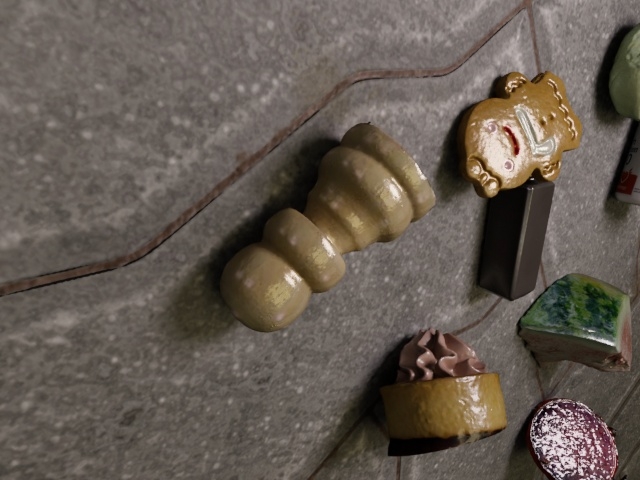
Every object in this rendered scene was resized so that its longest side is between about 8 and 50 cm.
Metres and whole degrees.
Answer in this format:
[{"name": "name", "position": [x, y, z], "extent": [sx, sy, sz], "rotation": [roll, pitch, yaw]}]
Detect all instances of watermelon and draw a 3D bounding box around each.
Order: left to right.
[{"name": "watermelon", "position": [0.590, 0.196, 1.131], "extent": [0.310, 0.193, 0.232], "rotation": [-16, 98, -48]}]

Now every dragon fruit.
[{"name": "dragon fruit", "position": [0.625, 0.530, 1.262], "extent": [0.223, 0.219, 0.148], "rotation": [2, 150, -1]}]

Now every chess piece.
[{"name": "chess piece", "position": [0.000, 0.000, 0.572], "extent": [0.261, 0.142, 0.143], "rotation": [-45, 129, -11]}]

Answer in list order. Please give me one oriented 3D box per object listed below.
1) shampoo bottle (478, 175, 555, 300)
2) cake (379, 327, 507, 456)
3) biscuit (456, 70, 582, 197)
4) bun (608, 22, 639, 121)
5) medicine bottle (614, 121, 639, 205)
[{"name": "shampoo bottle", "position": [0.345, -0.022, 0.867], "extent": [0.079, 0.080, 0.246], "rotation": [-14, 115, -35]}, {"name": "cake", "position": [0.181, 0.232, 0.787], "extent": [0.207, 0.185, 0.178], "rotation": [-13, 73, -12]}, {"name": "biscuit", "position": [0.310, -0.168, 0.768], "extent": [0.248, 0.035, 0.184], "rotation": [-27, 96, -19]}, {"name": "bun", "position": [0.651, -0.341, 0.973], "extent": [0.221, 0.108, 0.221], "rotation": [-21, 128, -30]}, {"name": "medicine bottle", "position": [0.787, -0.213, 1.098], "extent": [0.157, 0.157, 0.289], "rotation": [2, 106, -39]}]
